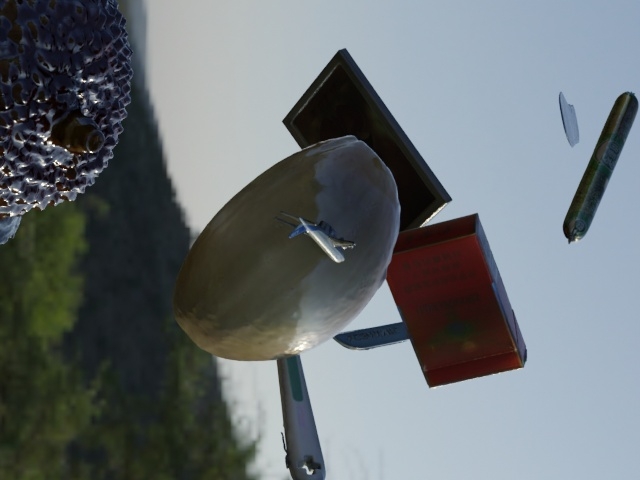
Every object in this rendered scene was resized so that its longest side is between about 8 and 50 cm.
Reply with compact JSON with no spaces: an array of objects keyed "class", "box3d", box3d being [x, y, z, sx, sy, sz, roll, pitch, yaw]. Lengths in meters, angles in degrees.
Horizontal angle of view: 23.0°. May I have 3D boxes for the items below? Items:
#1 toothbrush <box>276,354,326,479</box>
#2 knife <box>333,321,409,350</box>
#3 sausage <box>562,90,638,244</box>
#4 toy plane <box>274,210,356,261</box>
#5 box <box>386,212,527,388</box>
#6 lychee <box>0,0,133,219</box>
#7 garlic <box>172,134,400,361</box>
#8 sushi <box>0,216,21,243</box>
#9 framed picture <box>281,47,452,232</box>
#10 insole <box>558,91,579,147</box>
[{"class":"toothbrush","box3d":[-0.034,0.076,1.548,0.418,0.042,0.040,-102,-156,-49]},{"class":"knife","box3d":[0.111,0.109,1.914,0.015,0.210,0.028,160,-81,-66]},{"class":"sausage","box3d":[0.334,-0.090,1.864,0.033,0.032,0.269,104,12,-52]},{"class":"toy plane","box3d":[0.001,-0.003,1.224,0.084,0.078,0.024,28,82,-56]},{"class":"box","box3d":[0.140,0.065,1.657,0.048,0.112,0.175,-76,149,-59]},{"class":"lychee","box3d":[-0.305,-0.150,1.440,0.304,0.275,0.276,35,-46,31]},{"class":"garlic","box3d":[-0.036,0.019,1.347,0.245,0.145,0.164,-41,-169,21]},{"class":"sushi","box3d":[-0.405,-0.099,1.925,0.225,0.124,0.127,-87,-159,-59]},{"class":"framed picture","box3d":[0.068,-0.128,2.456,0.289,0.020,0.211,55,-38,9]},{"class":"insole","box3d":[0.365,-0.173,2.293,0.232,0.003,0.080,1,80,-75]}]
